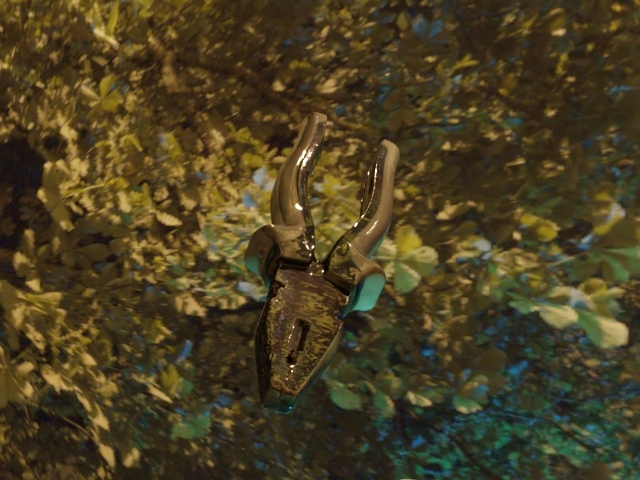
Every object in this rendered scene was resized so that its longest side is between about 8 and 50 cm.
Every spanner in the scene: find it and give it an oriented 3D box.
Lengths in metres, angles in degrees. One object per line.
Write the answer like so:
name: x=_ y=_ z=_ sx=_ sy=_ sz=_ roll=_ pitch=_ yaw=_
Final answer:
spanner: x=0.000 y=0.000 z=0.654 sx=0.096 sy=0.325 sz=0.040 roll=19 pitch=-56 yaw=-3

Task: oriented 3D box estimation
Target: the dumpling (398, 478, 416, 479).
dumpling: x=0.024 y=0.173 z=0.276 sx=0.111 sy=0.155 sz=0.181 roll=18 pitch=-94 yaw=-54
